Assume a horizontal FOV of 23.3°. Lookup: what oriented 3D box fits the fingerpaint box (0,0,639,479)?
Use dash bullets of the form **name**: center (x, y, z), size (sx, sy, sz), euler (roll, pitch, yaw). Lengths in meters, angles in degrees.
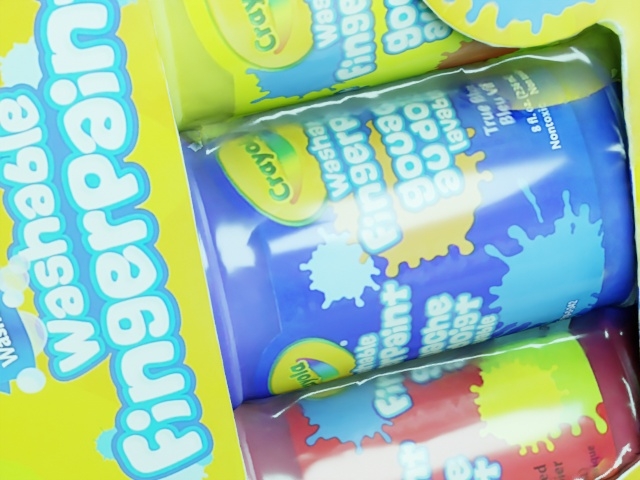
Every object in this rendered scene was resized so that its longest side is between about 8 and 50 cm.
- **fingerpaint box**: center (0.000, 0.000, 0.747), size (0.371, 0.163, 0.444), euler (-13, 116, -9)
